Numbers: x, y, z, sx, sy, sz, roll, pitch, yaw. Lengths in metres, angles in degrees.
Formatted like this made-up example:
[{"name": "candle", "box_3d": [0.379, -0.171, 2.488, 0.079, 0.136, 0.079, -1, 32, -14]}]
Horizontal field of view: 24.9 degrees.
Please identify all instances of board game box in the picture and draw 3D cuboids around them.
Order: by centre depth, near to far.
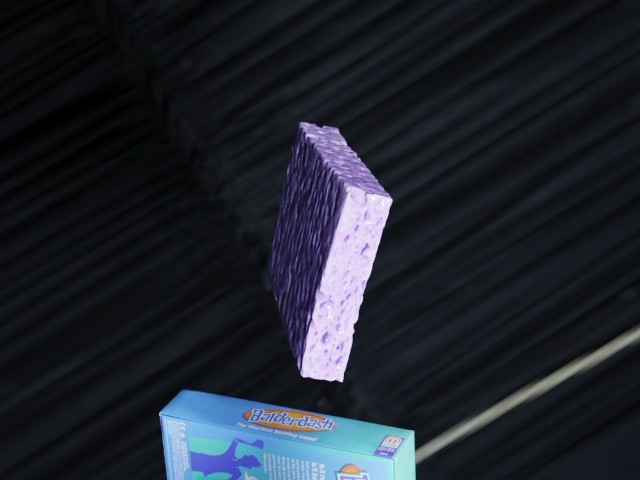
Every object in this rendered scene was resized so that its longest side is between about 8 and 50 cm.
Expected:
[{"name": "board game box", "box_3d": [-0.025, 0.217, 1.206, 0.047, 0.210, 0.160, -45, -42, -56]}]

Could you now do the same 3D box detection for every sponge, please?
[{"name": "sponge", "box_3d": [0.000, 0.000, 0.933, 0.210, 0.031, 0.117, -118, 40, -72]}]
